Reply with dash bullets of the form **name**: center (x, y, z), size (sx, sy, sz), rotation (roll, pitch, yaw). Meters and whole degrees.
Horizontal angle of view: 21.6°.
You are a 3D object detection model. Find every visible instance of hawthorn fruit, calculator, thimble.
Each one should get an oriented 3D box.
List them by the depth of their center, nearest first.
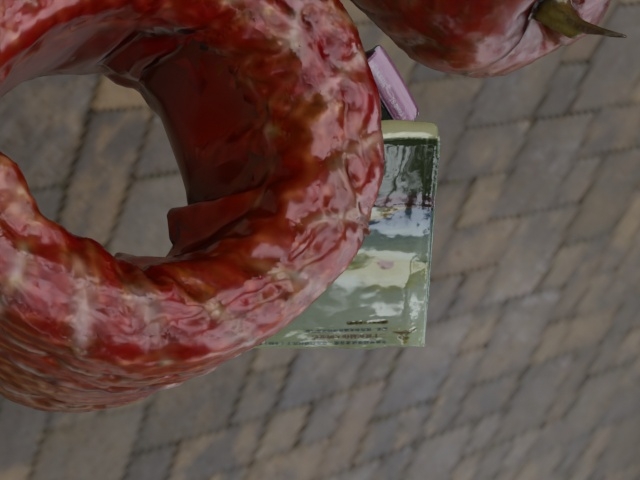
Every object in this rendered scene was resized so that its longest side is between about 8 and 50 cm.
- **thimble**: center (-0.145, -0.052, 1.180), size (0.350, 0.350, 0.230), rotation (-34, -175, -28)
- **hawthorn fruit**: center (0.118, -0.261, 1.361), size (0.258, 0.258, 0.262), rotation (-17, 93, -45)
- **calculator**: center (0.010, -0.136, 1.896), size (0.190, 0.034, 0.127), rotation (-31, 138, 4)

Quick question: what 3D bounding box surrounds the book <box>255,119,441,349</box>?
- **book**: center (0.000, 0.000, 1.464), size (0.201, 0.026, 0.289), rotation (-1, 139, 1)
